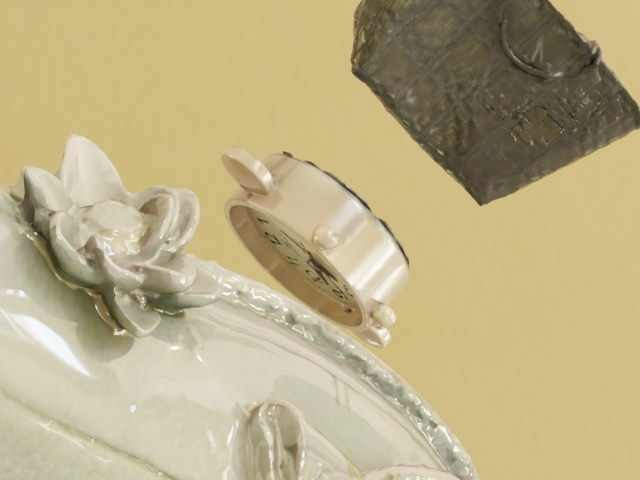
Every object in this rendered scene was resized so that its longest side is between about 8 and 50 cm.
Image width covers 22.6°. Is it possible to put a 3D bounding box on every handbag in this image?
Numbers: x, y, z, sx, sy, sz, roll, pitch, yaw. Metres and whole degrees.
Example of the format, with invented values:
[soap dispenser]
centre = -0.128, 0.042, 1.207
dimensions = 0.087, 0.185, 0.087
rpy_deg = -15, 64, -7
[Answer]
[handbag]
centre = 0.144, -0.152, 1.401
dimensions = 0.175, 0.270, 0.089
rpy_deg = -37, 22, 23

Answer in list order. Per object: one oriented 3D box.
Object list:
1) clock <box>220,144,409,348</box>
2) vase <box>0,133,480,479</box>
[clock]
centre = 0.000, 0.000, 1.267
dimensions = 0.155, 0.063, 0.229
rpy_deg = 17, -28, 53
[vase]
centre = -0.104, 0.089, 0.658
dimensions = 0.250, 0.250, 0.445
rpy_deg = -16, -46, 30
